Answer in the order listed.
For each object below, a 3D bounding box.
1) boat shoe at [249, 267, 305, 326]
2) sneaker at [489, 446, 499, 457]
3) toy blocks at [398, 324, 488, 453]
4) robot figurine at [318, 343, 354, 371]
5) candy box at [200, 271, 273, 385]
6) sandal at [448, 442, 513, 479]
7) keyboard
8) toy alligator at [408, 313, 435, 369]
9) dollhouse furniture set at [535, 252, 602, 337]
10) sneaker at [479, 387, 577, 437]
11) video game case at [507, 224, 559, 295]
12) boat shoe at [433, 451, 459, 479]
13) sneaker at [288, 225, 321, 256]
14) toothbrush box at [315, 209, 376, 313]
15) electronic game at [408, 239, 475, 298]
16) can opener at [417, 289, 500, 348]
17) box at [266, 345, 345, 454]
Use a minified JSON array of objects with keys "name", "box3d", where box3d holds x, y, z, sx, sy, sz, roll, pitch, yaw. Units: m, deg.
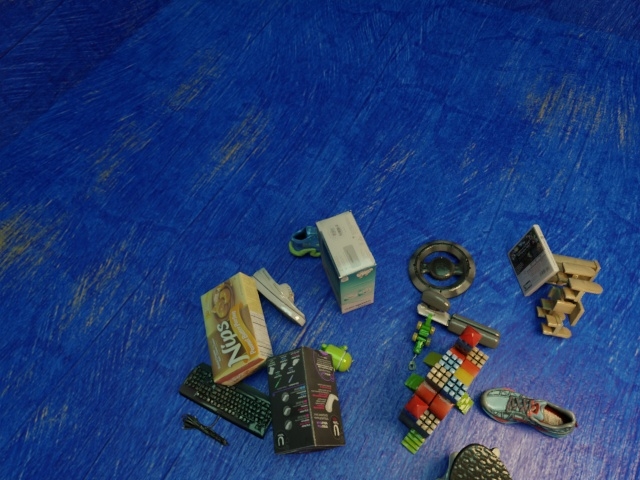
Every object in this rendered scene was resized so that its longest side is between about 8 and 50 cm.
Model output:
[{"name":"boat shoe","box3d":[-0.137,0.190,1.548,0.268,0.096,0.088,35,72,31]},{"name":"sneaker","box3d":[0.477,0.663,1.238,0.075,0.057,0.161,27,69,15]},{"name":"toy blocks","box3d":[0.357,0.411,1.276,0.191,0.260,0.381,38,69,23]},{"name":"robot figurine","box3d":[0.049,0.378,1.432,0.115,0.067,0.101,22,52,16]},{"name":"candy box","box3d":[-0.277,0.284,1.453,0.183,0.087,0.316,-32,55,17]},{"name":"sandal","box3d":[0.449,0.742,1.140,0.168,0.107,0.445,-21,82,3]},{"name":"keyboard","box3d":[-0.308,0.528,1.394,0.317,0.033,0.201,20,63,17]},{"name":"toy alligator","box3d":[0.326,0.328,1.450,0.056,0.051,0.189,20,87,16]},{"name":"dollhouse furniture set","box3d":[0.810,0.164,1.421,0.161,0.212,0.242,11,39,5]},{"name":"sneaker","box3d":[0.603,0.483,1.292,0.262,0.125,0.104,12,61,11]},{"name":"video game case","box3d":[0.706,0.070,1.492,0.022,0.190,0.173,-4,59,-9]},{"name":"boat shoe","box3d":[0.339,0.692,1.215,0.081,0.079,0.227,4,60,23]},{"name":"sneaker","box3d":[0.000,0.000,1.625,0.240,0.126,0.091,-10,59,-1]},{"name":"toothbrush box","box3d":[0.085,0.079,1.475,0.126,0.295,0.216,-19,61,-6]},{"name":"electronic game","box3d":[0.428,0.100,1.577,0.230,0.048,0.229,-6,59,10]},{"name":"can opener","box3d":[0.448,0.260,1.454,0.281,0.093,0.074,26,31,17]},{"name":"box","box3d":[-0.045,0.468,1.302,0.143,0.165,0.270,-25,57,25]}]
